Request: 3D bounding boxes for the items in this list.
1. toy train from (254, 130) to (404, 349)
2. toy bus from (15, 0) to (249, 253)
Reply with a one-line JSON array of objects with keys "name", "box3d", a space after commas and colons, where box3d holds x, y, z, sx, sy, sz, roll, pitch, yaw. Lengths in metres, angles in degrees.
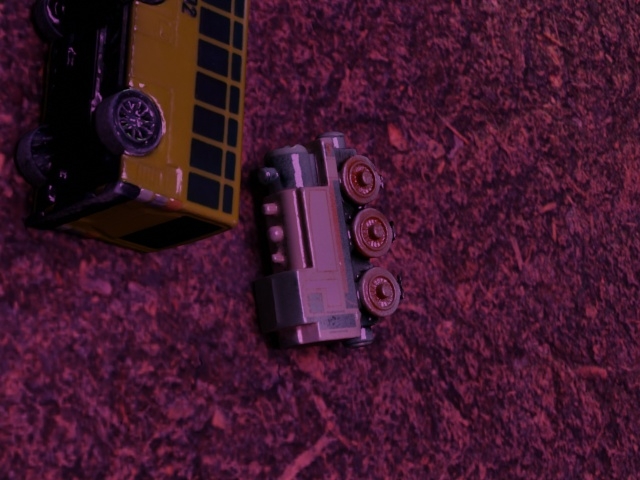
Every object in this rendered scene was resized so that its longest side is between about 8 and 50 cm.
[{"name": "toy train", "box3d": [0.000, 0.000, 1.206, 0.125, 0.081, 0.194, -3, 81, -41]}, {"name": "toy bus", "box3d": [-0.136, -0.132, 1.076, 0.150, 0.128, 0.262, 18, 66, -41]}]
